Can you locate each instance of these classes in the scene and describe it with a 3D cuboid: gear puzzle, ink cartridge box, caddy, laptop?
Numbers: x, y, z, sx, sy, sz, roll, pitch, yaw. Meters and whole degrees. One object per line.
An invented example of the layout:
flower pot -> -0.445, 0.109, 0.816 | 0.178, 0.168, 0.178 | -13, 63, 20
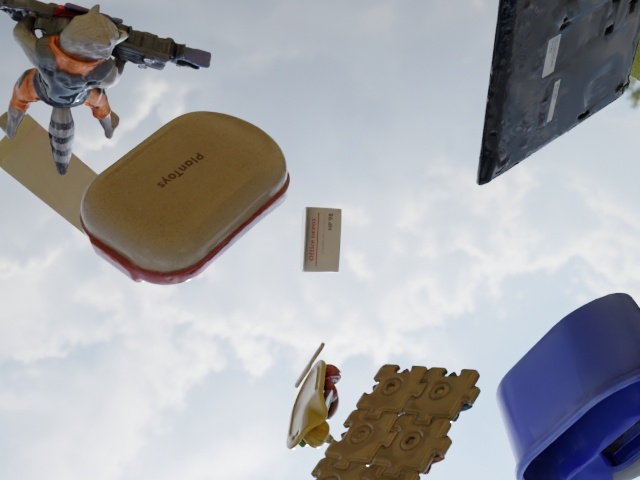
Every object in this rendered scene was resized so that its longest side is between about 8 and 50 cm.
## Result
gear puzzle -> 0.065, 0.281, 1.159 | 0.175, 0.044, 0.339 | -4, -142, 45
ink cartridge box -> 0.000, 0.000, 1.596 | 0.060, 0.104, 0.180 | 3, 180, -3
caddy -> 0.390, 0.224, 1.306 | 0.241, 0.341, 0.179 | 8, -134, -28
laptop -> 0.187, -0.215, 0.767 | 0.264, 0.234, 0.136 | -32, -124, -20

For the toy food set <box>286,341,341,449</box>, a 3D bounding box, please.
toy food set -> 0.003, 0.273, 1.653 | 0.071, 0.128, 0.218 | 26, -154, -8

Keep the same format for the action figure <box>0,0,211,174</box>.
action figure -> -0.356, -0.249, 1.577 | 0.341, 0.330, 0.178 | 9, -116, -15

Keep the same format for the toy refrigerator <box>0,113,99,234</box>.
toy refrigerator -> -0.462, -0.103, 1.809 | 0.269, 0.102, 0.094 | 44, 175, -36

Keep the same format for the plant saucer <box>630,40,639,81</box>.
plant saucer -> 0.392, -0.233, 1.024 | 0.188, 0.045, 0.188 | -31, -141, -8

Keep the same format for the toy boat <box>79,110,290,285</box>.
toy boat -> -0.135, -0.027, 1.046 | 0.151, 0.151, 0.231 | 33, -125, 21
